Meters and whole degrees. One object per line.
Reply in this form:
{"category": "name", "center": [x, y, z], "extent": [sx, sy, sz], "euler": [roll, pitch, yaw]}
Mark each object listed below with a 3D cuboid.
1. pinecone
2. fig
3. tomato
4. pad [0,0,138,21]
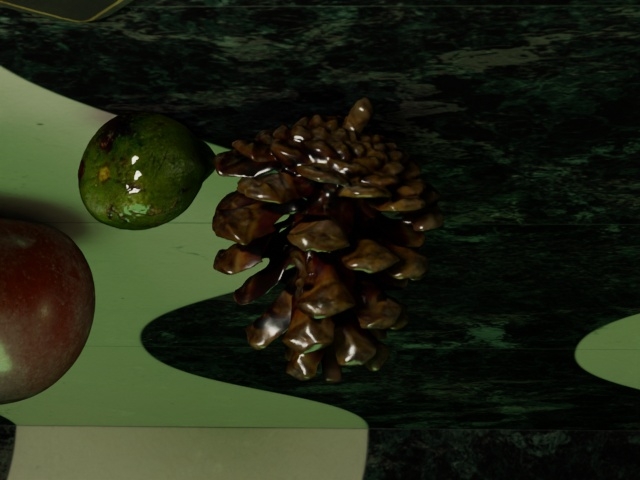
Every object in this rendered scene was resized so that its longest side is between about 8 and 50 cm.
{"category": "pinecone", "center": [0.000, 0.000, 1.972], "extent": [0.244, 0.309, 0.244], "euler": [4, -161, -1]}
{"category": "fig", "center": [-0.170, -0.070, 1.989], "extent": [0.123, 0.123, 0.156], "euler": [-11, 172, 37]}
{"category": "tomato", "center": [-0.404, 0.085, 2.335], "extent": [0.270, 0.227, 0.270], "euler": [0, 167, 0]}
{"category": "pad", "center": [-0.309, -0.219, 1.573], "extent": [0.375, 0.063, 0.315], "euler": [13, 160, -33]}
